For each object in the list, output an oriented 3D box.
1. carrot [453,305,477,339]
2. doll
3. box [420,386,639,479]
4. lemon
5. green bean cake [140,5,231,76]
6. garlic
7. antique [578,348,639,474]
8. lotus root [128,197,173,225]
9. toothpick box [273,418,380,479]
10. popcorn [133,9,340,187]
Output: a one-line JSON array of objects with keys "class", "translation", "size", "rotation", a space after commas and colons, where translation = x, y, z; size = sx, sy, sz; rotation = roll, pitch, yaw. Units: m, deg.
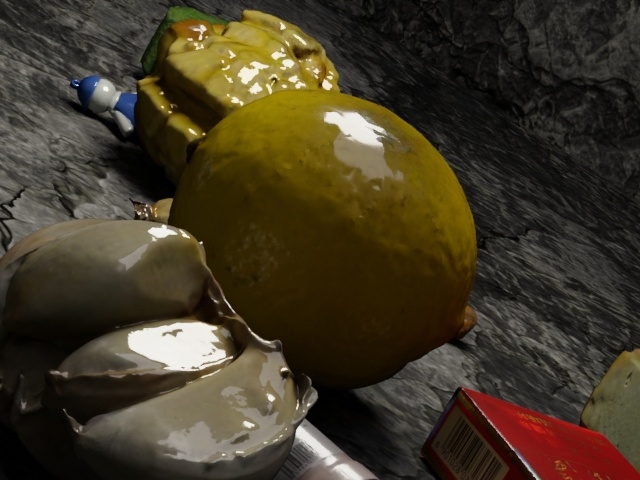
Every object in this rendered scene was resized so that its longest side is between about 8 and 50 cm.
[{"class": "carrot", "translation": [0.107, 0.067, 2.245], "size": [0.186, 0.060, 0.060], "rotation": [23, 16, -26]}, {"class": "doll", "translation": [-0.243, -0.163, 2.361], "size": [0.143, 0.058, 0.099], "rotation": [26, 35, -7]}, {"class": "box", "translation": [0.248, 0.269, 1.774], "size": [0.197, 0.089, 0.313], "rotation": [22, 17, -32]}, {"class": "lemon", "translation": [0.000, 0.001, 1.838], "size": [0.297, 0.297, 0.297], "rotation": [27, 15, -8]}, {"class": "green bean cake", "translation": [-0.105, -0.209, 2.652], "size": [0.248, 0.125, 0.222], "rotation": [12, 24, -43]}, {"class": "garlic", "translation": [-0.153, 0.105, 1.421], "size": [0.203, 0.185, 0.281], "rotation": [-16, 63, -34]}, {"class": "antique", "translation": [0.394, 0.240, 2.067], "size": [0.150, 0.125, 0.284], "rotation": [25, 15, -15]}, {"class": "lotus root", "translation": [-0.137, -0.005, 2.014], "size": [0.150, 0.062, 0.073], "rotation": [21, 39, -25]}, {"class": "toothpick box", "translation": [-0.034, 0.181, 1.505], "size": [0.149, 0.098, 0.098], "rotation": [38, 17, 29]}, {"class": "popcorn", "translation": [-0.085, -0.132, 2.247], "size": [0.265, 0.225, 0.332], "rotation": [16, 40, -49]}]
